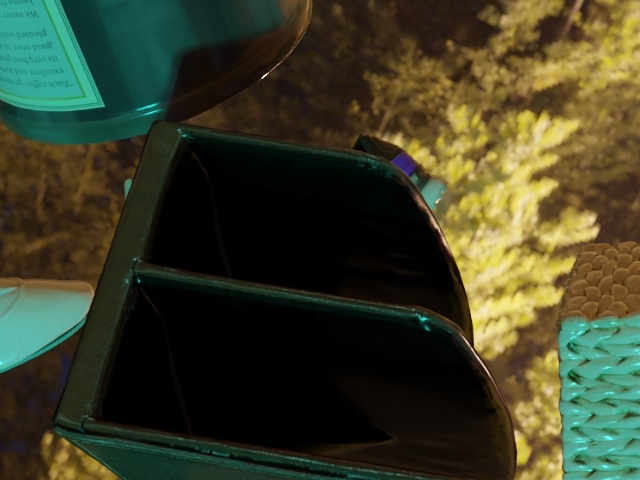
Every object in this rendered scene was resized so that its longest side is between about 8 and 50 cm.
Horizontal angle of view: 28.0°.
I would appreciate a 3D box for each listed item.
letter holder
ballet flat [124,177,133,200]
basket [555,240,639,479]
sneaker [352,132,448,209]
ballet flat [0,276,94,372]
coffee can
[{"bbox_3d":[0.036,0.088,0.659,0.214,0.152,0.302,8,157,17],"label":"letter holder"},{"bbox_3d":[-0.178,0.005,1.417,0.057,0.052,0.168,9,141,38],"label":"ballet flat"},{"bbox_3d":[0.394,0.153,1.238,0.328,0.267,0.331,-5,-168,17],"label":"basket"},{"bbox_3d":[0.000,0.000,1.409,0.146,0.293,0.102,42,160,-6],"label":"sneaker"},{"bbox_3d":[-0.480,0.121,1.592,0.139,0.400,0.139,-24,-90,-82],"label":"ballet flat"},{"bbox_3d":[-0.136,-0.220,0.687,0.201,0.275,0.202,-12,-143,9],"label":"coffee can"}]
